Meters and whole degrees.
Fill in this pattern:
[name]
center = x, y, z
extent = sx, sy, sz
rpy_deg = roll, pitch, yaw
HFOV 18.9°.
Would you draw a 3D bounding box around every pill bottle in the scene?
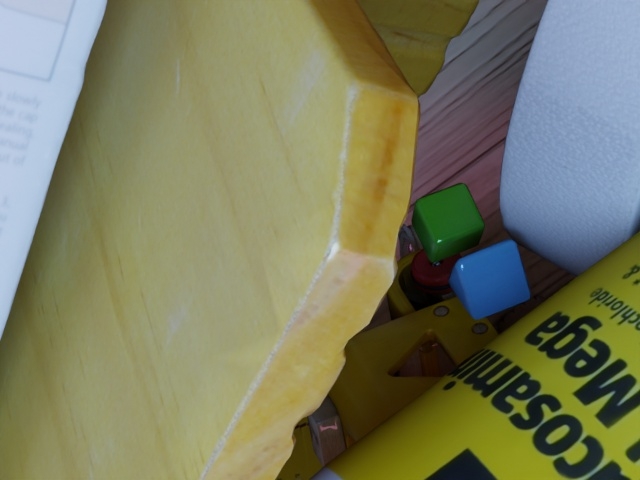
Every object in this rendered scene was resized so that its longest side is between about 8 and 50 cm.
[pill bottle]
center = 0.108, 0.129, 0.779
extent = 0.334, 0.188, 0.188
rpy_deg = -36, 144, -9

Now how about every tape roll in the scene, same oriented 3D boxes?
[tape roll]
center = 0.214, -0.151, 0.914
extent = 0.392, 0.072, 0.392
rpy_deg = -50, 159, -27

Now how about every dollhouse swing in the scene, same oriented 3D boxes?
[dollhouse swing]
center = 0.000, 0.000, 0.829
extent = 0.315, 0.305, 0.347
rpy_deg = 4, 126, -42

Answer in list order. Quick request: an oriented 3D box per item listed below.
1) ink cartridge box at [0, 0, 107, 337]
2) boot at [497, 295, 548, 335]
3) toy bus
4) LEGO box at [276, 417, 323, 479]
[ink cartridge box]
center = -0.254, -0.051, 0.700
extent = 0.308, 0.091, 0.385
rpy_deg = 12, 105, -27
[boot]
center = 0.172, 0.106, 1.276
extent = 0.059, 0.084, 0.158
rpy_deg = -41, 146, 0
[toy bus]
center = 0.047, 0.085, 0.960
extent = 0.104, 0.191, 0.202
rpy_deg = -20, 176, -12
[LEGO box]
center = 0.223, 0.212, 1.170
extent = 0.500, 0.193, 0.372
rpy_deg = -17, 148, 18
